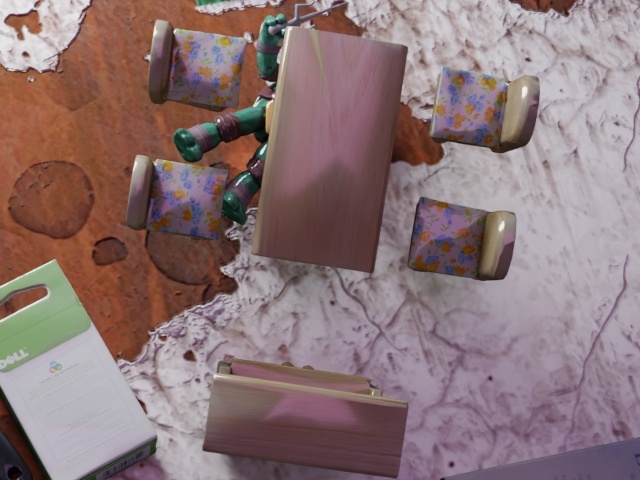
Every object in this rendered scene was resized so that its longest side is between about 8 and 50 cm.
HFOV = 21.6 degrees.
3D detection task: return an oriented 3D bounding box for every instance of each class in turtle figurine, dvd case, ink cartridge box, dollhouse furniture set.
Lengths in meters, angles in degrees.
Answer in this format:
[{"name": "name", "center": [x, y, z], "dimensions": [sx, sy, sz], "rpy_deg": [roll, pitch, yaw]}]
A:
[{"name": "turtle figurine", "center": [-0.029, -0.130, 1.732], "dimensions": [0.234, 0.118, 0.175], "rpy_deg": [-38, 81, -14]}, {"name": "dvd case", "center": [0.259, 0.297, 1.651], "dimensions": [0.253, 0.022, 0.180], "rpy_deg": [-10, 66, -12]}, {"name": "ink cartridge box", "center": [-0.255, 0.137, 1.628], "dimensions": [0.109, 0.062, 0.209], "rpy_deg": [-28, 75, -17]}, {"name": "dollhouse furniture set", "center": [0.000, 0.000, 1.548], "dimensions": [0.362, 0.256, 0.394], "rpy_deg": [9, 88, -4]}]

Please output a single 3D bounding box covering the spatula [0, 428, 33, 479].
[{"name": "spatula", "center": [-0.369, 0.127, 1.634], "dimensions": [0.084, 0.030, 0.296], "rpy_deg": [-33, 76, -20]}]
